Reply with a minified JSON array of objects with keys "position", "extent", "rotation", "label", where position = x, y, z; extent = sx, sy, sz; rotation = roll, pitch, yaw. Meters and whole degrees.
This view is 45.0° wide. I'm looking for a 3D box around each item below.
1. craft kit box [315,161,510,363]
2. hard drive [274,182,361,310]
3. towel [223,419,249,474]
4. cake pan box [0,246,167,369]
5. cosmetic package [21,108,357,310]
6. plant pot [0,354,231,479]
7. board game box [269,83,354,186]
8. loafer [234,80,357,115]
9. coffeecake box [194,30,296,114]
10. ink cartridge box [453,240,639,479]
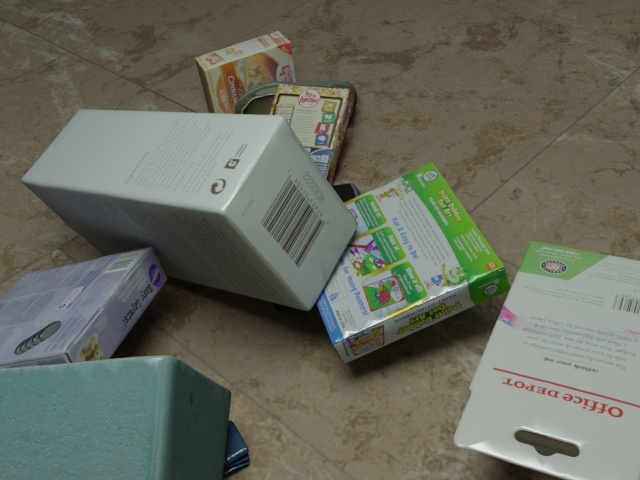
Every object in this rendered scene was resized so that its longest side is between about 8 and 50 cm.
[{"position":[0.100,0.023,1.094],"extent":[0.247,0.061,0.250],"rotation":[-26,43,3],"label":"craft kit box"},{"position":[0.000,0.000,1.252],"extent":[0.172,0.054,0.254],"rotation":[-7,41,3],"label":"hard drive"},{"position":[-0.153,0.279,0.981],"extent":[0.119,0.029,0.067],"rotation":[-24,44,-14],"label":"towel"},{"position":[-0.370,0.113,1.067],"extent":[0.246,0.070,0.267],"rotation":[-10,27,19],"label":"cake pan box"},{"position":[-0.200,-0.057,1.132],"extent":[0.453,0.230,0.161],"rotation":[10,60,38],"label":"cosmetic package"},{"position":[-0.243,0.279,0.836],"extent":[0.248,0.247,0.252],"rotation":[-5,70,7],"label":"plant pot"},{"position":[-0.031,-0.194,1.430],"extent":[0.147,0.045,0.193],"rotation":[8,69,19],"label":"board game box"},{"position":[-0.047,-0.263,1.532],"extent":[0.251,0.094,0.087],"rotation":[-10,36,-1],"label":"loafer"},{"position":[-0.148,-0.330,1.592],"extent":[0.186,0.142,0.068],"rotation":[-22,43,-14],"label":"coffeecake box"},{"position":[0.310,0.170,0.947],"extent":[0.207,0.119,0.353],"rotation":[12,45,25],"label":"ink cartridge box"}]
